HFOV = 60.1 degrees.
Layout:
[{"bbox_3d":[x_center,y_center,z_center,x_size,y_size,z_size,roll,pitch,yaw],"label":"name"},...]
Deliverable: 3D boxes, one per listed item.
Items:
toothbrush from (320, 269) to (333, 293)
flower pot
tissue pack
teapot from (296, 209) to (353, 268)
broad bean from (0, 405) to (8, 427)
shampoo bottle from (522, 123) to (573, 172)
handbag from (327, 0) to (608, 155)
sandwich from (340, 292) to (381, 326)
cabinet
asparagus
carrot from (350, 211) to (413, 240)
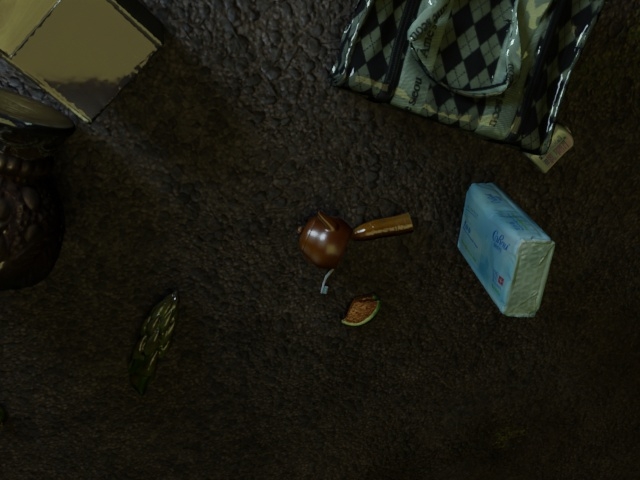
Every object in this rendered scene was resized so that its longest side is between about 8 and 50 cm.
[{"bbox_3d":[0.027,0.051,1.220,0.017,0.014,0.162,15,116,-5],"label":"toothbrush"},{"bbox_3d":[-0.526,-0.095,0.876,0.266,0.266,0.267,20,103,-23],"label":"flower pot"},{"bbox_3d":[0.364,0.012,1.129,0.089,0.263,0.177,-3,120,-8],"label":"tissue pack"},{"bbox_3d":[0.000,0.000,1.137,0.116,0.116,0.173,1,146,-14],"label":"teapot"},{"bbox_3d":[-0.757,0.347,1.165,0.039,0.069,0.227,-3,148,33],"label":"broad bean"},{"bbox_3d":[0.484,-0.199,1.163,0.072,0.043,0.099,34,107,-28],"label":"shampoo bottle"},{"bbox_3d":[0.253,-0.355,0.956,0.416,0.180,0.316,14,107,-15],"label":"handbag"},{"bbox_3d":[0.098,0.162,1.296,0.069,0.026,0.101,25,109,-20],"label":"sandwich"},{"bbox_3d":[-0.376,-0.328,0.825,0.175,0.148,0.215,-42,124,12],"label":"cabinet"},{"bbox_3d":[-0.365,0.226,1.194,0.080,0.080,0.287,21,112,-23],"label":"asparagus"},{"bbox_3d":[0.128,-0.025,1.180,0.139,0.048,0.048,-12,122,-5],"label":"carrot"}]
